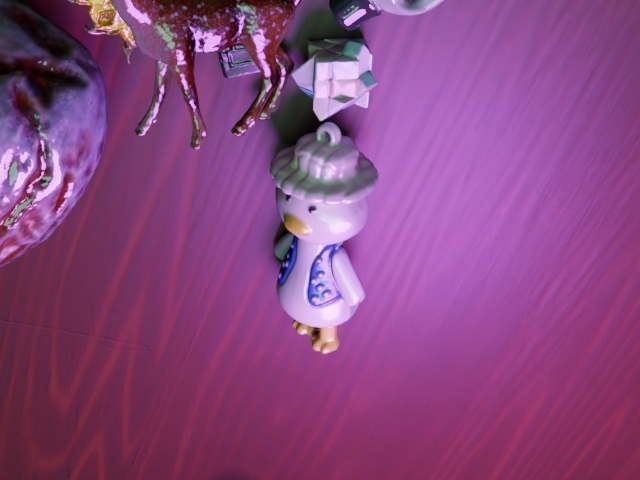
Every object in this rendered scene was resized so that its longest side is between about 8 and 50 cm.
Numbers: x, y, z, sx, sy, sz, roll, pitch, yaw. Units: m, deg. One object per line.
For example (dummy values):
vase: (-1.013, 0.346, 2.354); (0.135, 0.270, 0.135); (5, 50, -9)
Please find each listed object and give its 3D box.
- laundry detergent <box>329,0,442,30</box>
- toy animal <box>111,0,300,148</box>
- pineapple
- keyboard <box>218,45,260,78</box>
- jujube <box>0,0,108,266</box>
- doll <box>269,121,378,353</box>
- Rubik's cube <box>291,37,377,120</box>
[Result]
laundry detergent: (0.105, -0.278, 0.835); (0.225, 0.070, 0.099); (-35, 125, 19)
toy animal: (-0.128, -0.215, 0.825); (0.243, 0.087, 0.260); (-20, 129, -32)
pineapple: (-0.180, -0.246, 0.860); (0.116, 0.069, 0.137); (-38, 126, 15)
keyboard: (-0.091, -0.260, 0.876); (0.061, 0.013, 0.204); (-10, 123, 4)
jujube: (-0.346, -0.097, 0.860); (0.308, 0.215, 0.247); (-26, 98, 19)
doll: (0.000, 0.000, 0.993); (0.119, 0.138, 0.293); (-25, 136, -35)
Rubik's cube: (0.016, -0.165, 0.904); (0.084, 0.073, 0.075); (-18, 126, 2)
